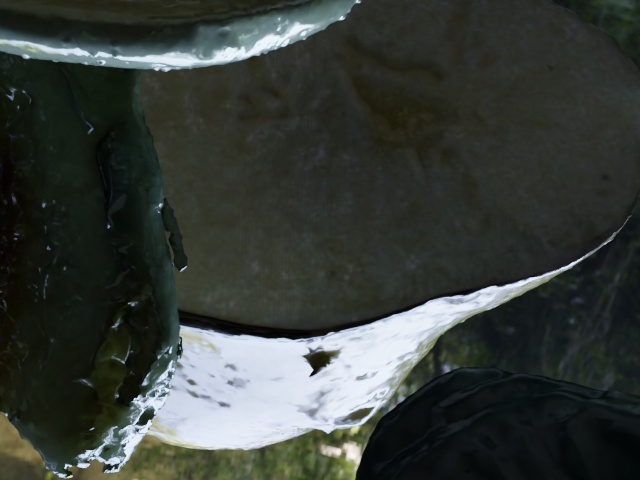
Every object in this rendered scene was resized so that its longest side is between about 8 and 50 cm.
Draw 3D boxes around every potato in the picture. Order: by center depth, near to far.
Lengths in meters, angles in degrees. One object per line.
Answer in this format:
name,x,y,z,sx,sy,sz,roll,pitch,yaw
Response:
potato,0.000,0.000,0.823,0.397,0.296,0.290,-20,-118,-14

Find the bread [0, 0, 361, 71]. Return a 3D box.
bread,-0.069,-0.089,0.409,0.193,0.036,0.112,1,-143,-8

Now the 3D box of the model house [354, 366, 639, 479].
model house,0.069,0.148,0.244,0.253,0.184,0.291,15,-170,25

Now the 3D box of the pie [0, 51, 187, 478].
pie,-0.186,-0.022,0.550,0.302,0.302,0.067,29,-155,23
